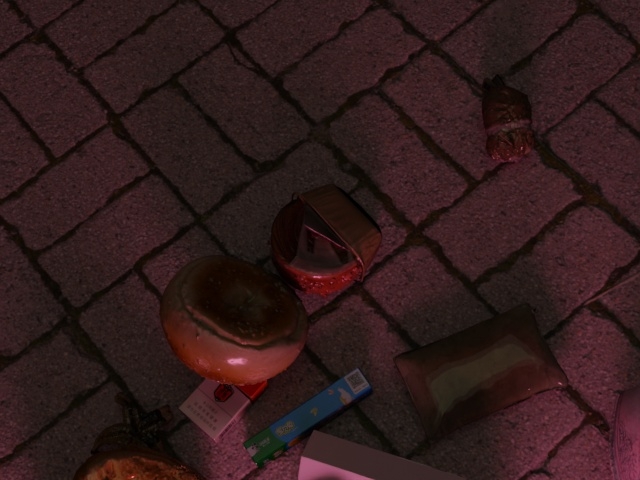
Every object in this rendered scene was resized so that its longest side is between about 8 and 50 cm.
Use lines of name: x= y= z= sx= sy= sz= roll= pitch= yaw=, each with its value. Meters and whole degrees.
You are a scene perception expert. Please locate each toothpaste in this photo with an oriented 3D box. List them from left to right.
toothpaste: x=-0.021 y=0.340 z=1.786 sx=0.267 sy=0.065 sz=0.050 roll=-32 pitch=71 yaw=-9

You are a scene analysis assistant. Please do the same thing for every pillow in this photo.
pillow: x=0.311 y=0.250 z=1.786 sx=0.303 sy=0.075 sz=0.184 roll=-22 pitch=69 yaw=-3

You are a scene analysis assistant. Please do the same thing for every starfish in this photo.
starfish: x=-0.370 y=0.390 z=1.796 sx=0.147 sy=0.074 sz=0.189 roll=8 pitch=70 yaw=3

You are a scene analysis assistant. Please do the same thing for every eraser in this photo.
eraser: x=0.112 y=0.441 z=1.708 sx=0.298 sy=0.078 sz=0.076 roll=15 pitch=35 yaw=11

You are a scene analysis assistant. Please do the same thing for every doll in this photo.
doll: x=0.398 y=-0.267 z=1.984 sx=0.105 sy=0.115 sz=0.221 roll=-6 pitch=60 yaw=13

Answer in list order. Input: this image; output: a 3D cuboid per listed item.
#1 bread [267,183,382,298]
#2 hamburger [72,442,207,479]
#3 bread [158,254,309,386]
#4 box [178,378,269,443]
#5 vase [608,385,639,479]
bread: x=0.000 y=0.000 z=1.883 sx=0.212 sy=0.142 sz=0.224 roll=-35 pitch=69 yaw=-23
hamburger: x=-0.328 y=0.533 z=1.659 sx=0.284 sy=0.174 sz=0.304 roll=22 pitch=82 yaw=0
bread: x=-0.168 y=0.159 z=1.785 sx=0.306 sy=0.158 sz=0.305 roll=17 pitch=31 yaw=-11
box: x=-0.189 y=0.307 z=1.824 sx=0.100 sy=0.048 sz=0.152 roll=37 pitch=76 yaw=18
vase: x=0.630 y=0.467 z=1.590 sx=0.250 sy=0.250 sz=0.445 roll=-2 pitch=72 yaw=4
